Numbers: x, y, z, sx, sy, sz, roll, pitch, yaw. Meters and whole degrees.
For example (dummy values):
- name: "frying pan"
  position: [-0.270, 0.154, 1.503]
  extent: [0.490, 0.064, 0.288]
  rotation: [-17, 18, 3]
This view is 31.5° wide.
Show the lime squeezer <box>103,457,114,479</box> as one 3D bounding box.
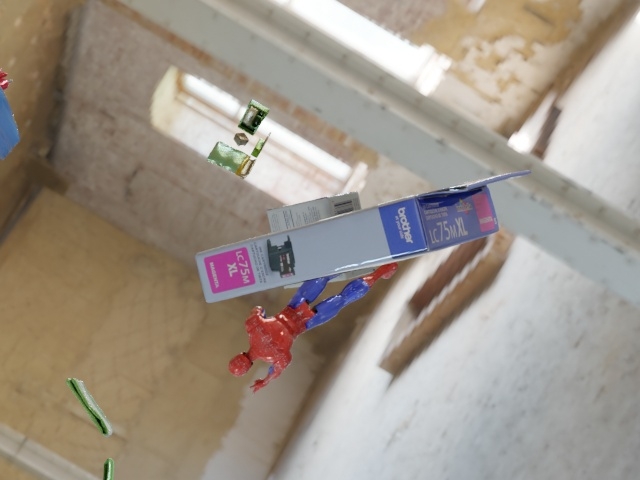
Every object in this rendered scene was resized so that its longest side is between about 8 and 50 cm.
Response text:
- name: "lime squeezer"
  position: [-0.319, 0.360, 1.446]
  extent: [0.310, 0.110, 0.059]
  rotation: [-13, -55, -67]

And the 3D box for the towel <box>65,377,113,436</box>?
- name: "towel"
  position: [-0.374, 0.272, 1.859]
  extent: [0.023, 0.113, 0.152]
  rotation: [-36, -2, -13]

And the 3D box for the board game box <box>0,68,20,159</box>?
- name: "board game box"
  position: [-0.383, -0.170, 1.335]
  extent: [0.033, 0.133, 0.168]
  rotation: [-31, 4, -27]

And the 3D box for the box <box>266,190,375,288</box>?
- name: "box"
  position: [0.000, 0.000, 1.706]
  extent: [0.137, 0.126, 0.072]
  rotation: [-10, 4, 45]

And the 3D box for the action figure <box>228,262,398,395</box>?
- name: "action figure"
  position: [-0.032, 0.104, 1.522]
  extent: [0.280, 0.091, 0.139]
  rotation: [-37, -2, -35]

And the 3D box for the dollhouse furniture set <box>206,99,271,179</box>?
- name: "dollhouse furniture set"
  position: [-0.131, -0.176, 1.958]
  extent: [0.058, 0.076, 0.152]
  rotation: [-56, 7, 37]

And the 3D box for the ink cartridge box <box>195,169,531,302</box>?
- name: "ink cartridge box"
  position: [0.049, -0.003, 1.158]
  extent: [0.311, 0.065, 0.186]
  rotation: [-17, -2, 30]
